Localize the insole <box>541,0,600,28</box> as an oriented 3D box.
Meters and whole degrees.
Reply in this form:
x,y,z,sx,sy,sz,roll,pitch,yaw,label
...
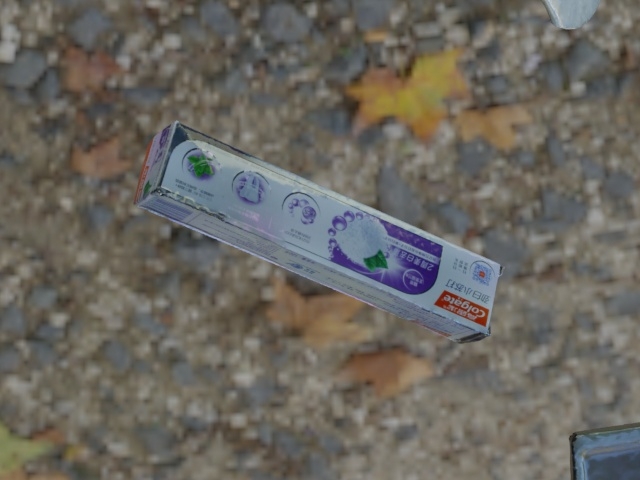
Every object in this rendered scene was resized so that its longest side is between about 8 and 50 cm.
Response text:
x,y,z,sx,sy,sz,roll,pitch,yaw,label
0.102,-0.171,0.670,0.004,0.197,0.065,6,174,38,insole

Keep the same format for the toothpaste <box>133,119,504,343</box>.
x,y,z,sx,sy,sz,roll,pitch,yaw,label
0.000,0.000,0.963,0.196,0.047,0.040,23,151,-17,toothpaste

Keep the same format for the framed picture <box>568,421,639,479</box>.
x,y,z,sx,sy,sz,roll,pitch,yaw,label
0.234,0.212,0.958,0.192,0.018,0.265,-7,98,-2,framed picture
